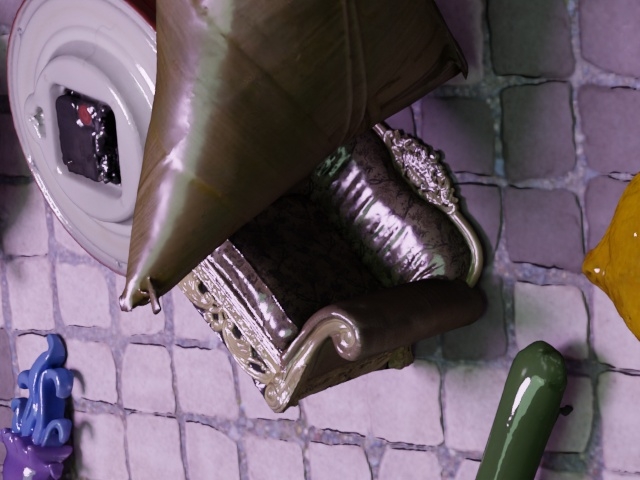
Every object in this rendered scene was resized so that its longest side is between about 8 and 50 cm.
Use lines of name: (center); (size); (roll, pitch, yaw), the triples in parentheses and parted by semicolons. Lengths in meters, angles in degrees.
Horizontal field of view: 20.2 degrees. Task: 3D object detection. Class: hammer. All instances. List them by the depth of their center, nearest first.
hammer: (0.152, 0.242, 1.583); (0.206, 0.119, 0.336); (27, 108, 31)

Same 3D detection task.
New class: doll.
doll: (-0.308, 0.203, 1.967); (0.110, 0.067, 0.206); (23, 103, 48)

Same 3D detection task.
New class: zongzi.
zongzi: (-0.094, -0.222, 1.413); (0.181, 0.418, 0.447); (11, 138, 47)

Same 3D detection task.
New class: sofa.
sofa: (0.000, 0.000, 1.588); (0.258, 0.200, 0.182); (51, 128, 20)

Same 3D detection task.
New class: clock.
clock: (-0.208, -0.107, 1.762); (0.318, 0.080, 0.319); (26, 130, 36)

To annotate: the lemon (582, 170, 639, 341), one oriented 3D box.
lemon: (0.322, 0.016, 1.340); (0.256, 0.188, 0.188); (3, 101, 22)
